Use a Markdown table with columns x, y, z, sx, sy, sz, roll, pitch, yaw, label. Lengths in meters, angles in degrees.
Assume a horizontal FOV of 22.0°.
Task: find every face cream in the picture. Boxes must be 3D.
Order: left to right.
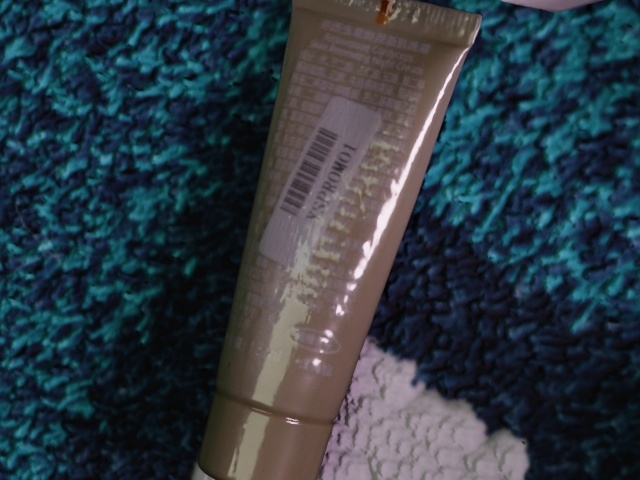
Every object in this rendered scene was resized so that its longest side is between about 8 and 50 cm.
| x | y | z | sx | sy | sz | roll | pitch | yaw | label |
| --- | --- | --- | --- | --- | --- | --- | --- | --- | --- |
| 0.000 | 0.000 | 1.102 | 0.137 | 0.084 | 0.341 | 16 | 93 | 24 | face cream |

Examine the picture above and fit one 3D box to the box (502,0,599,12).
| x | y | z | sx | sy | sz | roll | pitch | yaw | label |
| --- | --- | --- | --- | --- | --- | --- | --- | --- | --- |
| 0.186 | -0.290 | 0.950 | 0.203 | 0.116 | 0.274 | -11 | 88 | 28 | box |
